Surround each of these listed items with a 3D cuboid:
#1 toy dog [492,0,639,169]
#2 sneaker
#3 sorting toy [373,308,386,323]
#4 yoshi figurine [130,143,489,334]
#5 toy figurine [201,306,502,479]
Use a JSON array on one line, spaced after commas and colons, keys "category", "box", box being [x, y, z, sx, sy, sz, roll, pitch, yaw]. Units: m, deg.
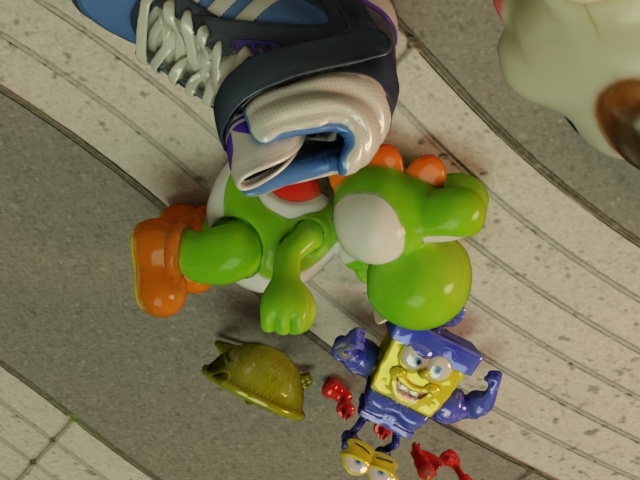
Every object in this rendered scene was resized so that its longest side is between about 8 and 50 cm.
[{"category": "toy dog", "box": [0.250, -0.255, 1.211, 0.395, 0.284, 0.408, 5, 121, 1]}, {"category": "sneaker", "box": [-0.089, -0.153, 1.497, 0.323, 0.236, 0.130, 12, 138, -1]}, {"category": "sorting toy", "box": [0.089, 0.062, 1.818, 0.083, 0.075, 0.045, 0, 137, 12]}, {"category": "yoshi figurine", "box": [0.003, 0.028, 1.729, 0.362, 0.203, 0.203, -8, 150, 17]}, {"category": "toy figurine", "box": [0.074, 0.133, 1.895, 0.362, 0.191, 0.217, 28, 106, -8]}]
